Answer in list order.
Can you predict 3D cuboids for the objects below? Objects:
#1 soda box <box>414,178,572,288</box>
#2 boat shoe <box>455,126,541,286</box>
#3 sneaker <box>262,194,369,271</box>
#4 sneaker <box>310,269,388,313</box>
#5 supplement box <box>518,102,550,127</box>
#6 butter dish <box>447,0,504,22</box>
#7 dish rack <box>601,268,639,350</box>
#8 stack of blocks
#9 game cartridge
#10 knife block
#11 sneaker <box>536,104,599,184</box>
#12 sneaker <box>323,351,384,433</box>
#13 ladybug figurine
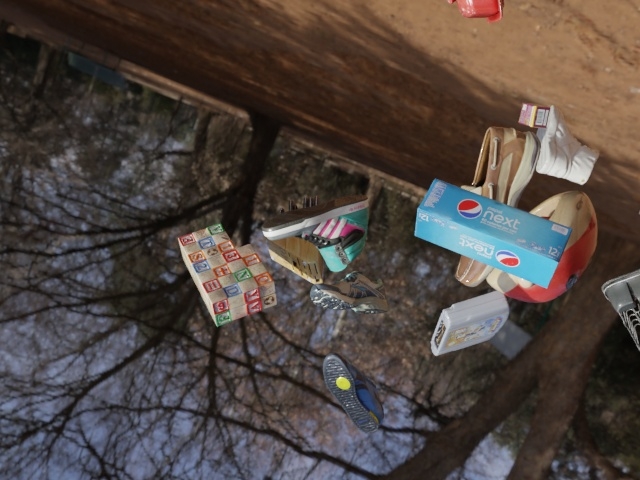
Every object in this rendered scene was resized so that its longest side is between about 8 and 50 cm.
[{"bbox_3d":[0.248,-0.012,1.012,0.210,0.067,0.071,23,149,18],"label":"soda box"},{"bbox_3d":[0.321,-0.071,1.364,0.116,0.324,0.123,19,180,-6],"label":"boat shoe"},{"bbox_3d":[0.000,0.000,1.790,0.295,0.178,0.124,-16,-162,-21],"label":"sneaker"},{"bbox_3d":[0.084,0.150,2.109,0.283,0.122,0.110,15,158,-38],"label":"sneaker"},{"bbox_3d":[0.547,-0.320,1.773,0.043,0.055,0.083,3,-162,-9],"label":"supplement box"},{"bbox_3d":[0.353,-0.581,1.615,0.118,0.160,0.160,-12,-167,5],"label":"butter dish"},{"bbox_3d":[0.745,0.151,1.474,0.271,0.208,0.074,45,-149,-38],"label":"dish rack"},{"bbox_3d":[-0.255,0.080,1.873,0.171,0.087,0.297,-20,-137,-18],"label":"stack of blocks"},{"bbox_3d":[0.422,0.234,1.939,0.198,0.062,0.297,-13,153,-5],"label":"game cartridge"},{"bbox_3d":[-0.027,-0.020,2.030,0.242,0.088,0.275,-39,-134,-25],"label":"knife block"},{"bbox_3d":[0.737,-0.277,2.063,0.169,0.108,0.292,20,-130,-2],"label":"sneaker"},{"bbox_3d":[0.074,0.313,1.487,0.209,0.069,0.082,59,-146,-17],"label":"sneaker"},{"bbox_3d":[0.584,0.027,1.785,0.162,0.305,0.449,49,-141,0],"label":"ladybug figurine"}]
